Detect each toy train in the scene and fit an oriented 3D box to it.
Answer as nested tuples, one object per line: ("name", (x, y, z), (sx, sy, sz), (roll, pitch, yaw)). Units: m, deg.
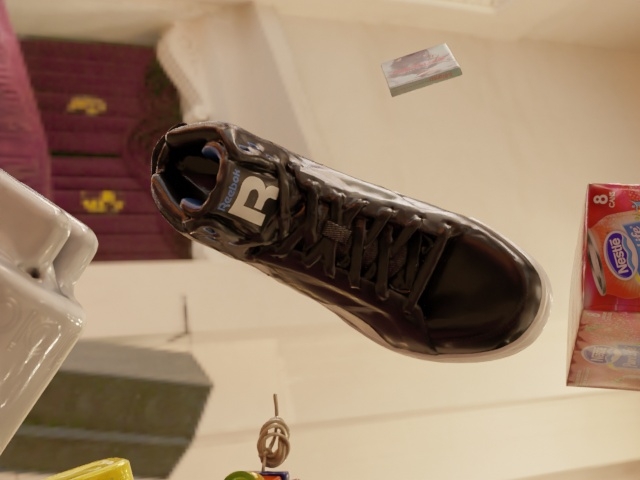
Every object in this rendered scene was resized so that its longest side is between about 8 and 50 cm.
("toy train", (-0.080, 0.291, 1.395), (0.105, 0.143, 0.248), (-2, -107, 11))

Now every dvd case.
("dvd case", (0.119, -0.205, 1.426), (0.119, 0.087, 0.013), (-95, 167, -66))

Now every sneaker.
("sneaker", (0.000, 0.000, 0.596), (0.216, 0.121, 0.079), (21, -92, 32))

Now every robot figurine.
("robot figurine", (-0.348, 0.106, 1.057), (0.199, 0.300, 0.353), (32, -94, 18))

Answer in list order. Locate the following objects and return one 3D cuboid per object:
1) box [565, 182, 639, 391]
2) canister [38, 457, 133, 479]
("box", (0.308, 0.055, 1.160), (0.257, 0.122, 0.128), (71, 25, -66))
("canister", (-0.214, 0.299, 1.095), (0.073, 0.126, 0.170), (-12, -88, 58))
